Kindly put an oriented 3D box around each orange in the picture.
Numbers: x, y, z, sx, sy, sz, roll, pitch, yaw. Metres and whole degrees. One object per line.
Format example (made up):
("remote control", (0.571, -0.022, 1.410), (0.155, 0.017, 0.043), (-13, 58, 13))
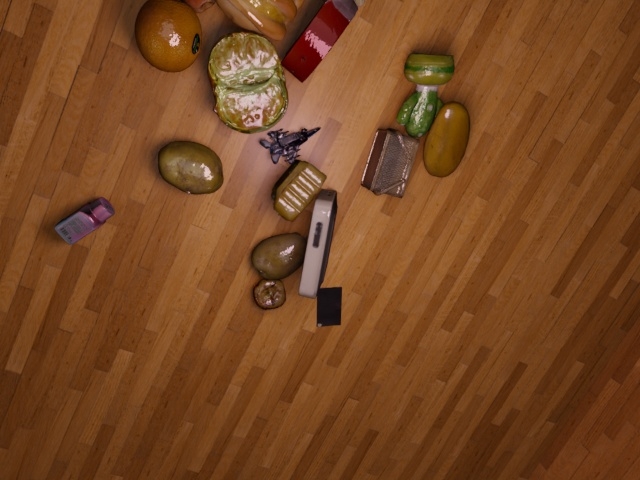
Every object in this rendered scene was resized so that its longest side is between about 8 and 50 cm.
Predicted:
("orange", (-0.504, -0.683, 1.441), (0.237, 0.236, 0.236), (-3, 107, -9))
("orange", (-0.252, -0.555, 1.541), (0.263, 0.196, 0.334), (-14, 104, 9))

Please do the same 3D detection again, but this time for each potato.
("potato", (-0.156, 0.056, 1.755), (0.251, 0.159, 0.174), (-31, 130, 3))
("potato", (-0.479, -0.269, 1.607), (0.229, 0.148, 0.197), (-3, 94, -11))

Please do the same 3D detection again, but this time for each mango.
("mango", (0.505, -0.395, 1.707), (0.195, 0.142, 0.331), (-25, 142, -32))

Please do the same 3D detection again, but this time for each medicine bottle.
("medicine bottle", (-0.869, -0.079, 1.608), (0.188, 0.119, 0.094), (-33, 111, 1))

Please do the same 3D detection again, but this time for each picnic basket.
("picnic basket", (0.274, -0.309, 1.721), (0.139, 0.165, 0.266), (13, 103, -13))

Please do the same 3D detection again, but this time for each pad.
("pad", (0.039, 0.299, 1.944), (0.116, 0.004, 0.193), (-2, 106, -10))

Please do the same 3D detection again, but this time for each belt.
("belt", (-0.004, -0.714, 1.511), (0.115, 0.227, 0.324), (35, 116, -19))

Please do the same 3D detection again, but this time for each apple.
("apple", (-0.414, -0.849, 1.454), (0.146, 0.146, 0.130), (-31, 110, 0))

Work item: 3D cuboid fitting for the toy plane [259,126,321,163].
("toy plane", (-0.101, -0.388, 1.672), (0.246, 0.078, 0.169), (-31, 74, -8))

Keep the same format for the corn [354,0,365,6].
("corn", (0.044, -0.946, 1.512), (0.305, 0.123, 0.122), (50, 50, -19))

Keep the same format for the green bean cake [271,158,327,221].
("green bean cake", (-0.097, -0.198, 1.652), (0.124, 0.236, 0.233), (39, 94, -15))

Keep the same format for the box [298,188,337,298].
("box", (0.000, 0.000, 1.659), (0.091, 0.373, 0.367), (12, 105, 3))

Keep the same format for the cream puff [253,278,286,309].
("cream puff", (-0.215, 0.220, 1.833), (0.149, 0.084, 0.148), (-3, 104, -13))

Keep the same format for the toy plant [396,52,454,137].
("toy plant", (0.403, -0.555, 1.679), (0.224, 0.184, 0.315), (-12, 120, -25))

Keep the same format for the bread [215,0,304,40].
("bread", (-0.202, -0.825, 1.405), (0.316, 0.211, 0.270), (36, 69, -26))
